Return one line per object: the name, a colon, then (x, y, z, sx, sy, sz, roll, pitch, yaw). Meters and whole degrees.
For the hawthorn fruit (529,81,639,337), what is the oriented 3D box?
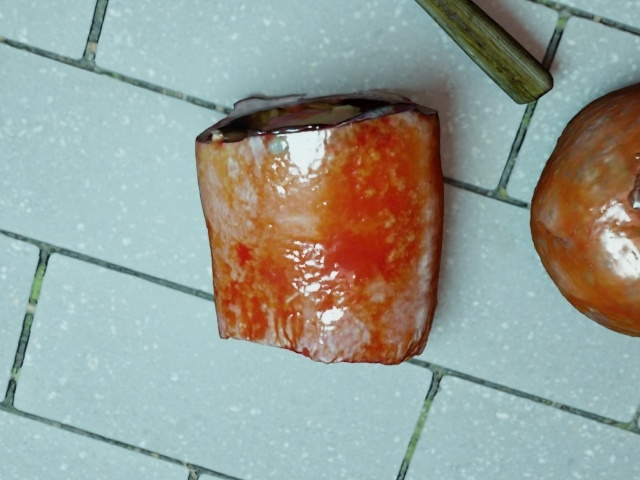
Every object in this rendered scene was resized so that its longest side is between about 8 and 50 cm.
hawthorn fruit: (0.339, -0.023, 0.855, 0.276, 0.307, 0.276, 3, 102, 17)

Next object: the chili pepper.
chili pepper: (0.000, 0.000, 0.914, 0.251, 0.229, 0.306, -4, 102, -13)

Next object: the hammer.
hammer: (0.091, -0.269, 0.875, 0.409, 0.242, 0.095, 40, 98, -20)
